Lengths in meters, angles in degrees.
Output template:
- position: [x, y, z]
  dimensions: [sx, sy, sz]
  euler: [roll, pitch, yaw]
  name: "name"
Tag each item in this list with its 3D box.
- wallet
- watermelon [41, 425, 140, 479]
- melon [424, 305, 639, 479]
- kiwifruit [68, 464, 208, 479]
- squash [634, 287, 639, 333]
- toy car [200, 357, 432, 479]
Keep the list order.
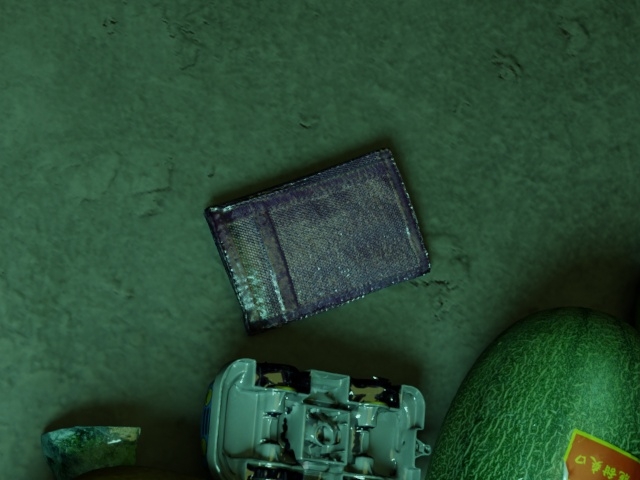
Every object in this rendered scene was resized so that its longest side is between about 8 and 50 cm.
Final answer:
- position: [0.000, 0.000, 1.352]
  dimensions: [0.165, 0.030, 0.111]
  euler: [-20, 82, -17]
  name: "wallet"
- position: [-0.169, 0.158, 1.279]
  dimensions: [0.085, 0.085, 0.061]
  euler: [49, 32, 1]
  name: "watermelon"
- position: [0.168, 0.189, 1.272]
  dimensions: [0.182, 0.182, 0.288]
  euler: [23, 78, -7]
  name: "melon"
- position: [-0.116, 0.259, 1.188]
  dimensions: [0.234, 0.196, 0.196]
  euler: [15, 75, -7]
  name: "kiwifruit"
- position: [0.304, 0.171, 1.347]
  dimensions: [0.107, 0.107, 0.395]
  euler: [4, 76, -12]
  name: "squash"
- position: [-0.013, 0.151, 1.289]
  dimensions: [0.191, 0.100, 0.097]
  euler: [12, 74, -30]
  name: "toy car"
